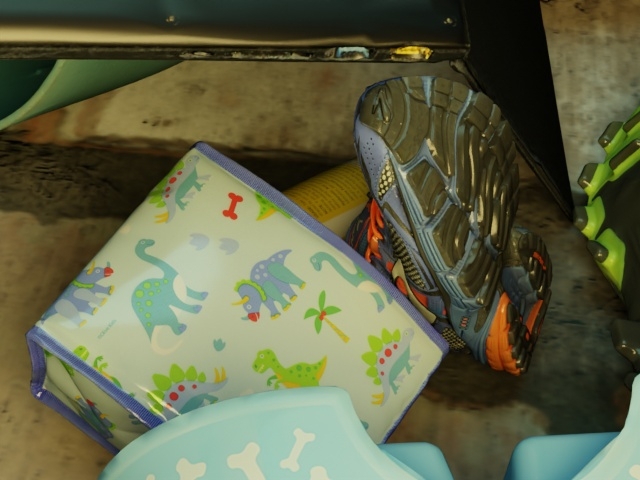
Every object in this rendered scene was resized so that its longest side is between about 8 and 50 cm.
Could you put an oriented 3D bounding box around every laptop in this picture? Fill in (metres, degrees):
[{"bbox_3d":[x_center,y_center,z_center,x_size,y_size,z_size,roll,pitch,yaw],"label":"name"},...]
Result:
[{"bbox_3d":[-0.040,-0.221,0.826,0.407,0.236,0.382,-2,71,-16],"label":"laptop"}]

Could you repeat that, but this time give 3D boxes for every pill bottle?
[{"bbox_3d":[0.000,0.000,0.849,0.116,0.065,0.065,-26,49,-32],"label":"pill bottle"}]

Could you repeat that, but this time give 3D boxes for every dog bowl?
[{"bbox_3d":[0.060,0.129,0.635,0.297,0.166,0.074,-2,51,-8],"label":"dog bowl"}]

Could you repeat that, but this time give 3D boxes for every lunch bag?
[{"bbox_3d":[-0.036,0.054,0.734,0.151,0.096,0.129,33,66,10],"label":"lunch bag"}]

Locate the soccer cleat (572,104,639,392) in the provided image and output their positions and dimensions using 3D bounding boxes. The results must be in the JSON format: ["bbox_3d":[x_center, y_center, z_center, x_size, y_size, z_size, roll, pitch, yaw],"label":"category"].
[{"bbox_3d":[0.208,0.015,0.857,0.121,0.093,0.289,30,32,-17],"label":"soccer cleat"}]

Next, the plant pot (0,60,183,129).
[{"bbox_3d":[-0.135,-0.224,0.951,0.293,0.293,0.235,36,35,32],"label":"plant pot"}]

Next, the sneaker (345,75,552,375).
[{"bbox_3d":[0.047,0.000,0.759,0.087,0.221,0.083,7,61,21],"label":"sneaker"}]
